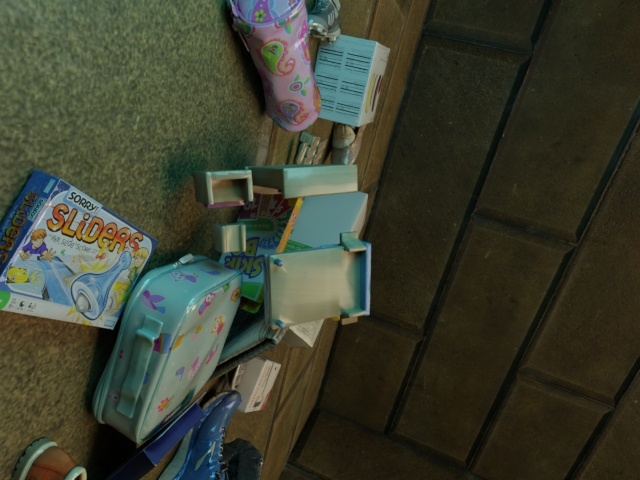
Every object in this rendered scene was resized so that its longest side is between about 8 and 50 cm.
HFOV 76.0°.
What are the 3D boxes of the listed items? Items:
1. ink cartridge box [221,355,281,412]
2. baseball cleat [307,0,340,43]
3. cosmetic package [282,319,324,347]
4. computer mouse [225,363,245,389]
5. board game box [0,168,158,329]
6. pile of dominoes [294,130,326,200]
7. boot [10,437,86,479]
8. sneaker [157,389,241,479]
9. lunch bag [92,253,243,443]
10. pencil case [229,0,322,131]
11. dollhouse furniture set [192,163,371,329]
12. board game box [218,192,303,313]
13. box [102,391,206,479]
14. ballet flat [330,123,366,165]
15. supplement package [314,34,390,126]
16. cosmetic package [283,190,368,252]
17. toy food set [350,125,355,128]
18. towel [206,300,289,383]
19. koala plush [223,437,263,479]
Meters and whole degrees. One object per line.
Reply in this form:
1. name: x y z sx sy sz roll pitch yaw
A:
1. ink cartridge box: -0.208 0.430 1.252 0.218 0.092 0.159 69 41 -68
2. baseball cleat: -0.006 -0.490 0.886 0.206 0.072 0.110 -53 145 -66
3. cosmetic package: -0.050 0.181 1.363 0.160 0.113 0.310 46 53 -25
4. computer mouse: -0.226 0.309 1.124 0.106 0.042 0.193 73 32 -77
5. board game box: -0.282 0.025 0.480 0.201 0.035 0.136 69 41 -71
6. pile of dominoes: -0.067 -0.180 1.156 0.251 0.040 0.196 -67 170 18
7. boot: -0.356 0.347 0.522 0.059 0.084 0.158 8 102 -79
8. sneaker: -0.272 0.533 1.001 0.130 0.147 0.330 91 21 -54
9. lunch bag: -0.237 0.159 0.658 0.279 0.107 0.224 -68 169 13
10. pencil case: -0.068 -0.320 0.726 0.284 0.124 0.124 70 41 -69
11. dollhouse furniture set: -0.080 0.018 0.749 0.198 0.286 0.304 18 -67 60
12. board game box: -0.139 0.013 0.867 0.260 0.124 0.039 -70 155 -10
13. box: -0.285 0.356 0.691 0.225 0.036 0.136 -43 176 19
14. ballet flat: 0.094 -0.382 1.405 0.106 0.107 0.316 56 46 -49
15. supplement package: 0.079 -0.431 1.104 0.194 0.149 0.203 -47 151 -62
16. cosmetic package: 0.000 0.000 1.285 0.155 0.196 0.366 89 22 -54
17. toy food set: 0.087 -0.469 1.309 0.132 0.038 0.192 6 95 -58
18. towel: -0.142 0.163 0.909 0.324 0.056 0.312 -36 -167 35
19. koala plush: -0.272 0.749 1.236 0.203 0.196 0.222 -62 164 -76
